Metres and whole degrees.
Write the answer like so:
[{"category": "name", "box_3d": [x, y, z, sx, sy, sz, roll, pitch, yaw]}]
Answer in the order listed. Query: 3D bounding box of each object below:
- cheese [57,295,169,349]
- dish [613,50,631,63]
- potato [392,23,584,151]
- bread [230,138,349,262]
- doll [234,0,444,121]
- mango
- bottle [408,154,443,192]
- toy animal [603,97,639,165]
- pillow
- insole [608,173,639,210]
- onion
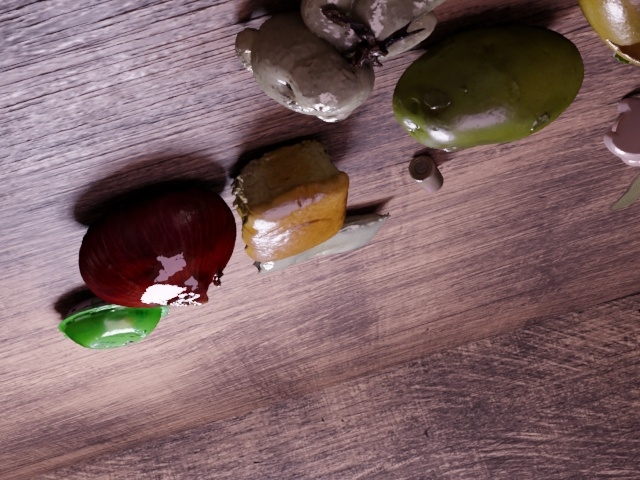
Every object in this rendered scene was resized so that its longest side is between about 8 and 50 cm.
[{"category": "cheese", "box_3d": [-0.342, 0.127, 1.925, 0.320, 0.083, 0.204, -27, 158, 35]}, {"category": "dish", "box_3d": [0.443, -0.291, 1.489, 0.091, 0.039, 0.137, -21, 162, 27]}, {"category": "potato", "box_3d": [0.218, -0.193, 1.390, 0.253, 0.149, 0.186, -16, 160, -1]}, {"category": "bread", "box_3d": [-0.044, -0.054, 1.607, 0.174, 0.121, 0.245, -14, 160, -8]}, {"category": "doll", "box_3d": [0.049, -0.232, 1.157, 0.175, 0.149, 0.278, 34, 119, -27]}, {"category": "mango", "box_3d": [0.372, -0.287, 1.255, 0.130, 0.167, 0.262, -40, 151, 20]}, {"category": "bottle", "box_3d": [0.176, -0.108, 1.775, 0.045, 0.045, 0.096, -21, 163, 12]}, {"category": "toy animal", "box_3d": [0.554, -0.173, 1.837, 0.124, 0.124, 0.212, -24, 168, 19]}, {"category": "pillow", "box_3d": [0.000, 0.000, 1.928, 0.229, 0.050, 0.148, -14, 167, -20]}, {"category": "insole", "box_3d": [0.689, -0.115, 2.302, 0.086, 0.005, 0.253, -13, 162, -11]}, {"category": "onion", "box_3d": [-0.238, 0.018, 1.607, 0.248, 0.161, 0.248, -11, 140, -9]}]
